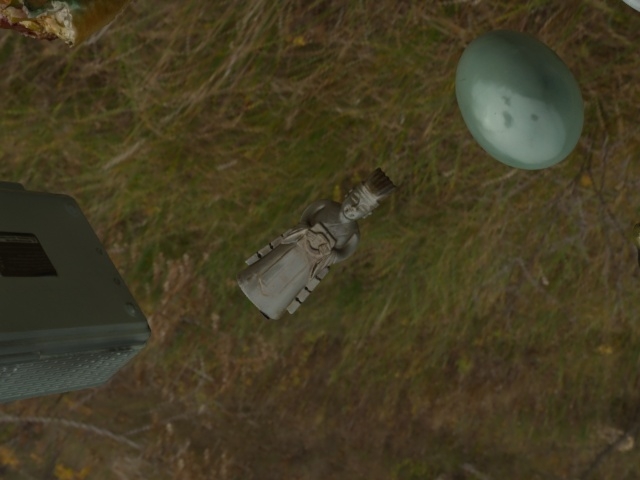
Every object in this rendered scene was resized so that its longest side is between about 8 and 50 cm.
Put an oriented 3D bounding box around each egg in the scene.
[{"bbox_3d":[0.290,-0.210,1.398,0.231,0.168,0.168,63,154,22],"label":"egg"}]

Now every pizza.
[{"bbox_3d":[-0.259,-0.238,0.806,0.229,0.289,0.081,-1,133,-11],"label":"pizza"}]

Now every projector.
[{"bbox_3d":[-0.284,0.038,0.835,0.099,0.257,0.192,-42,72,19],"label":"projector"}]

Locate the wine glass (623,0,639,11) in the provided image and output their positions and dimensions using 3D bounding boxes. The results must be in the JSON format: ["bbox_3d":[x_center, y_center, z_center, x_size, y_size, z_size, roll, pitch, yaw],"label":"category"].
[{"bbox_3d":[0.550,-0.490,1.763,0.198,0.066,0.066,36,147,3],"label":"wine glass"}]

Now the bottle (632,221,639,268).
[{"bbox_3d":[0.302,0.008,0.503,0.171,0.171,0.351,39,-176,-14],"label":"bottle"}]

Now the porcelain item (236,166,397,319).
[{"bbox_3d":[0.000,0.000,1.098,0.213,0.054,0.084,-42,91,16],"label":"porcelain item"}]
